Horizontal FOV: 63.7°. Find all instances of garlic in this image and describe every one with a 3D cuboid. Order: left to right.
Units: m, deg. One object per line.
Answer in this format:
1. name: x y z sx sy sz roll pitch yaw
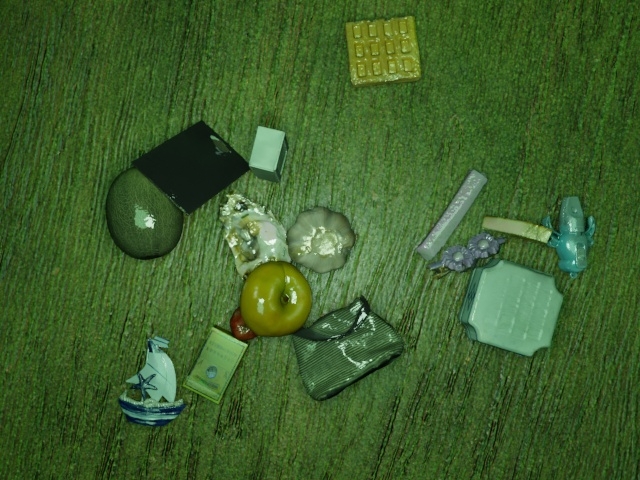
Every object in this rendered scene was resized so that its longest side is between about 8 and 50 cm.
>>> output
1. garlic: -0.002 -0.004 1.695 0.227 0.152 0.228 1 86 -8

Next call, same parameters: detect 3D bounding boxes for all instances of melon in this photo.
1. melon: -0.566 -0.091 1.661 0.237 0.237 0.302 -11 83 0

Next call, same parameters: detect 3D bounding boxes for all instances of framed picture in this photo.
1. framed picture: -0.408 -0.246 1.679 0.244 0.013 0.324 43 49 2

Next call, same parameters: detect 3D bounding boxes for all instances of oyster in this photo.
1. oyster: -0.211 -0.014 1.719 0.200 0.107 0.355 -18 111 -2

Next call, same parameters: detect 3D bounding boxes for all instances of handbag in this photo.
1. handbag: 0.079 0.338 1.646 0.340 0.247 0.240 -30 76 1

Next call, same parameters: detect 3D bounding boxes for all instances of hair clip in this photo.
1. hair clip: 0.497 0.049 1.731 0.291 0.085 0.106 -26 44 -3

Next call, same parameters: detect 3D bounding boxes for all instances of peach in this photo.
1. peach: -0.139 0.185 1.635 0.251 0.153 0.252 12 71 -39

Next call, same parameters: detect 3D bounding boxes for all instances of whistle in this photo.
1. whistle: 0.839 -0.010 1.720 0.186 0.093 0.274 -1 88 -12

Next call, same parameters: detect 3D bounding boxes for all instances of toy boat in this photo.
1. toy boat: -0.576 0.480 1.722 0.209 0.070 0.292 -17 84 -5

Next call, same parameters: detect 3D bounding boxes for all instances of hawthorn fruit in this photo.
1. hawthorn fruit: -0.242 0.269 1.699 0.127 0.128 0.128 0 87 0

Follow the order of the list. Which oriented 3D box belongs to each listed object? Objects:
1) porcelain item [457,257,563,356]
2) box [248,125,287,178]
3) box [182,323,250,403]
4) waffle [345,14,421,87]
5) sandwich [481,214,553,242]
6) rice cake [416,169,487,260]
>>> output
1. porcelain item: 0.612 0.217 1.681 0.281 0.157 0.286 16 87 -1
2. box: -0.163 -0.272 1.671 0.086 0.225 0.130 14 88 0
3. box: -0.347 0.411 1.723 0.140 0.064 0.220 28 89 1
4. waffle: 0.215 -0.648 1.772 0.247 0.055 0.221 -6 88 -1
5. sandwich: 0.645 -0.039 1.690 0.192 0.162 0.058 16 91 2
6. rice cake: 0.451 -0.092 1.746 0.072 0.056 0.365 35 88 0
